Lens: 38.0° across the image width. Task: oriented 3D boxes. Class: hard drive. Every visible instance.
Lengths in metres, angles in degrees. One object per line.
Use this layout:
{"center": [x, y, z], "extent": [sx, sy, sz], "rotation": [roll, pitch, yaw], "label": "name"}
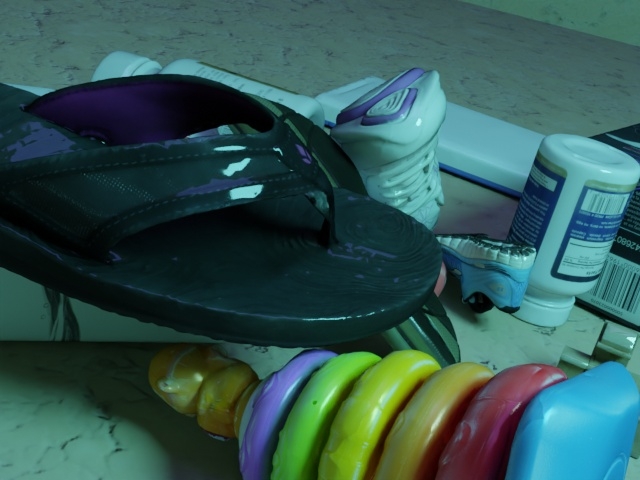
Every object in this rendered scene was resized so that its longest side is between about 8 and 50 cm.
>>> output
{"center": [0.173, -0.153, 1.312], "extent": [0.319, 0.040, 0.210], "rotation": [23, 26, 19], "label": "hard drive"}

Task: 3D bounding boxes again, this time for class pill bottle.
{"center": [-0.123, -0.118, 0.974], "extent": [0.229, 0.131, 0.131], "rotation": [20, 25, 12], "label": "pill bottle"}
{"center": [0.227, -0.007, 0.877], "extent": [0.094, 0.169, 0.094], "rotation": [12, 25, -6], "label": "pill bottle"}

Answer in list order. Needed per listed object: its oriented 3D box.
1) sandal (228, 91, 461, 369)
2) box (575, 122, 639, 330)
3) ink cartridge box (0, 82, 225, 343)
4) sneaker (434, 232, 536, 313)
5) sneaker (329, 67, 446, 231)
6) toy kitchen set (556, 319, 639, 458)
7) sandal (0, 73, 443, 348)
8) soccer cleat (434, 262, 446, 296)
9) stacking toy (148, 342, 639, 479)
{"center": [0.000, 0.000, 0.761], "extent": [0.302, 0.086, 0.120], "rotation": [57, 24, 12], "label": "sandal"}
{"center": [0.353, -0.025, 1.013], "extent": [0.165, 0.143, 0.270], "rotation": [29, 28, 31], "label": "box"}
{"center": [-0.231, -0.030, 0.732], "extent": [0.308, 0.129, 0.223], "rotation": [3, 26, -22], "label": "ink cartridge box"}
{"center": [0.140, 0.031, 0.880], "extent": [0.064, 0.073, 0.162], "rotation": [0, 8, -20], "label": "sneaker"}
{"center": [0.084, -0.077, 0.905], "extent": [0.114, 0.152, 0.305], "rotation": [-30, 1, 0], "label": "sneaker"}
{"center": [0.231, 0.113, 0.745], "extent": [0.083, 0.068, 0.075], "rotation": [22, 26, 17], "label": "toy kitchen set"}
{"center": [-0.131, -0.047, 0.567], "extent": [0.446, 0.107, 0.167], "rotation": [15, 36, -5], "label": "sandal"}
{"center": [0.000, 0.000, 0.870], "extent": [0.248, 0.083, 0.095], "rotation": [21, 5, 18], "label": "soccer cleat"}
{"center": [0.015, 0.121, 0.547], "extent": [0.302, 0.165, 0.175], "rotation": [15, 7, 29], "label": "stacking toy"}
